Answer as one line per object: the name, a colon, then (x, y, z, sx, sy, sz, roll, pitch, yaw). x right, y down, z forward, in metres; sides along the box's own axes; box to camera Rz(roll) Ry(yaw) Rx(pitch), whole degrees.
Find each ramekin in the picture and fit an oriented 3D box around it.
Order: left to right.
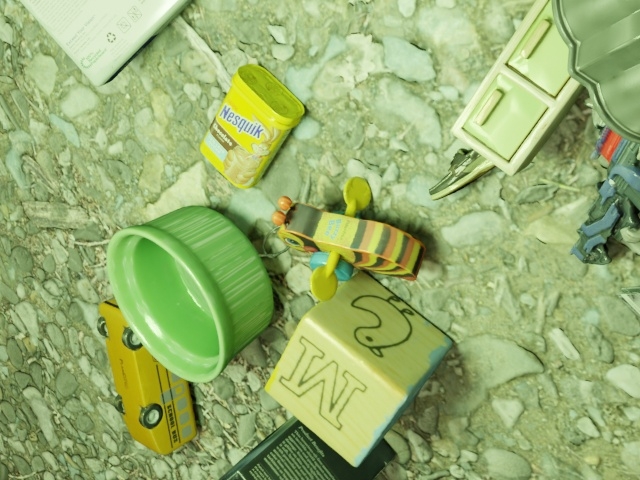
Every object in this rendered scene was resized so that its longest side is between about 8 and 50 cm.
ramekin: (-0.226, 0.085, 1.421, 0.303, 0.148, 0.303, 26, 132, 32)

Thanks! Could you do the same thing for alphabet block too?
alphabet block: (0.061, 0.203, 1.289, 0.197, 0.192, 0.193, 37, 125, 13)

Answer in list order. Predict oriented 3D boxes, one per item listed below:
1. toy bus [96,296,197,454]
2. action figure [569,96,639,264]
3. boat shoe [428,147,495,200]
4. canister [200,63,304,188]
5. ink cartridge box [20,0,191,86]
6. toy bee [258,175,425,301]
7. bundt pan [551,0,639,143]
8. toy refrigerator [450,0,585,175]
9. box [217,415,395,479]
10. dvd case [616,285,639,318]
toy bus: (-0.347, 0.267, 1.620, 0.108, 0.130, 0.333, 14, 118, 43)
action figure: (0.448, -0.059, 0.970, 0.330, 0.178, 0.341, 48, 158, 14)
boat shoe: (0.212, -0.110, 1.136, 0.152, 0.056, 0.049, -34, 85, 29)
canister: (-0.116, -0.182, 1.309, 0.126, 0.073, 0.170, 44, 129, 10)
ink cartridge box: (-0.352, -0.469, 1.259, 0.324, 0.071, 0.330, -35, 101, 26)
toy bee: (0.000, 0.000, 1.236, 0.298, 0.162, 0.195, -13, 59, 23)
bundt pan: (0.389, -0.233, 0.736, 0.331, 0.331, 0.124, 60, 167, -3)
toy refrigerator: (0.282, -0.219, 0.985, 0.102, 0.094, 0.269, 39, 119, 13)
box: (-0.074, 0.450, 1.421, 0.183, 0.294, 0.296, 50, 128, 8)
dvd case: (0.486, 0.111, 0.970, 0.164, 0.018, 0.221, 43, 164, -9)
